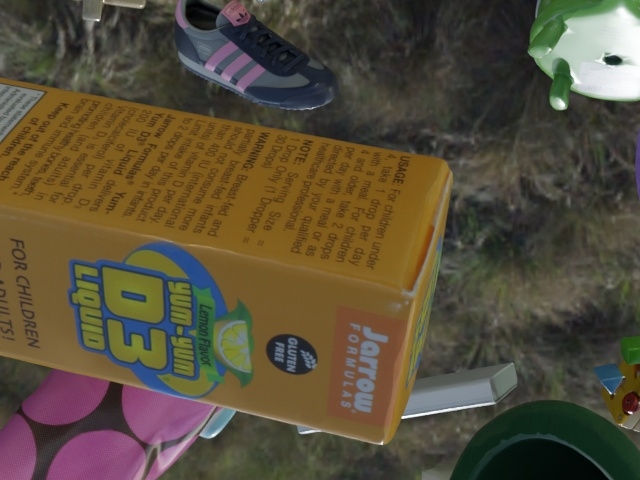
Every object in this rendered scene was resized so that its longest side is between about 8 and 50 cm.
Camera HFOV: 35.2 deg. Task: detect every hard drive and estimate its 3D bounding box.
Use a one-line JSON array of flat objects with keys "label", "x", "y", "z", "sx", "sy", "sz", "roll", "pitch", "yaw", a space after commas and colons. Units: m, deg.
[{"label": "hard drive", "x": 0.138, "y": 0.246, "z": 1.576, "sx": 0.307, "sy": 0.040, "sz": 0.203, "roll": -13, "pitch": 176, "yaw": 20}]

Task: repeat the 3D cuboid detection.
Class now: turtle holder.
[{"label": "turtle holder", "x": 0.406, "y": -0.337, "z": 1.403, "sx": 0.243, "sy": 0.228, "sz": 0.320, "roll": -1, "pitch": 155, "yaw": 42}]

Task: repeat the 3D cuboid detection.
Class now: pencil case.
[{"label": "pencil case", "x": -0.132, "y": 0.127, "z": 0.515, "sx": 0.095, "sy": 0.209, "sz": 0.098, "roll": 43, "pitch": 164, "yaw": 3}]

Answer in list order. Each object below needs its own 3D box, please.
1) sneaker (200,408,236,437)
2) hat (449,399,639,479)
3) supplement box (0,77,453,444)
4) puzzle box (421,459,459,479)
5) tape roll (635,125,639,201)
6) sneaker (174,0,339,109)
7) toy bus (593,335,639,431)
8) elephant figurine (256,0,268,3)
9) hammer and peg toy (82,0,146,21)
[{"label": "sneaker", "x": -0.190, "y": 0.092, "z": 1.266, "sx": 0.208, "sy": 0.319, "sz": 0.127, "roll": 31, "pitch": 108, "yaw": -16}, {"label": "hat", "x": 0.179, "y": 0.172, "z": 0.535, "sx": 0.183, "sy": 0.209, "sz": 0.173, "roll": 10, "pitch": 129, "yaw": -29}, {"label": "supplement box", "x": -0.074, "y": -0.001, "z": 0.368, "sx": 0.233, "sy": 0.080, "sz": 0.078, "roll": 10, "pitch": 129, "yaw": 8}, {"label": "puzzle box", "x": 0.351, "y": 0.322, "z": 1.167, "sx": 0.272, "sy": 0.052, "sz": 0.409, "roll": -5, "pitch": -170, "yaw": -36}, {"label": "tape roll", "x": 0.508, "y": -0.101, "z": 1.255, "sx": 0.090, "sy": 0.275, "sz": 0.275, "roll": 0, "pitch": 147, "yaw": -15}, {"label": "sneaker", "x": -0.113, "y": -0.309, "z": 1.616, "sx": 0.319, "sy": 0.112, "sz": 0.131, "roll": 23, "pitch": 139, "yaw": 25}, {"label": "toy bus", "x": 0.468, "y": 0.167, "z": 1.362, "sx": 0.202, "sy": 0.104, "sz": 0.191, "roll": -20, "pitch": 122, "yaw": 4}, {"label": "elephant figurine", "x": -0.073, "y": -0.417, "z": 1.378, "sx": 0.169, "sy": 0.239, "sz": 0.186, "roll": 25, "pitch": 127, "yaw": 30}, {"label": "hammer and peg toy", "x": -0.254, "y": -0.472, "z": 1.215, "sx": 0.127, "sy": 0.266, "sz": 0.361, "roll": 5, "pitch": 116, "yaw": -13}]
